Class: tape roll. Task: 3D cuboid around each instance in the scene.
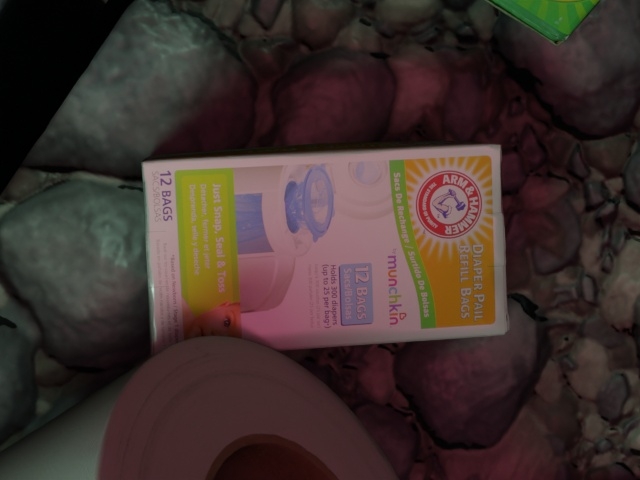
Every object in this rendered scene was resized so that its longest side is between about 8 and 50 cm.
[{"bbox_3d":[-0.071,0.192,0.560,0.169,0.246,0.246,-33,100,28],"label":"tape roll"}]

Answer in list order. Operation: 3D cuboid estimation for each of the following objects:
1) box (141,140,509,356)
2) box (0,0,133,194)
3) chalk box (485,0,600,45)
[{"bbox_3d":[0.000,0.000,0.646,0.203,0.103,0.114,-3,96,-7],"label":"box"},{"bbox_3d":[-0.260,-0.307,0.492,0.471,0.297,0.480,34,91,-7],"label":"box"},{"bbox_3d":[0.111,-0.244,0.568,0.180,0.179,0.289,30,135,-7],"label":"chalk box"}]
